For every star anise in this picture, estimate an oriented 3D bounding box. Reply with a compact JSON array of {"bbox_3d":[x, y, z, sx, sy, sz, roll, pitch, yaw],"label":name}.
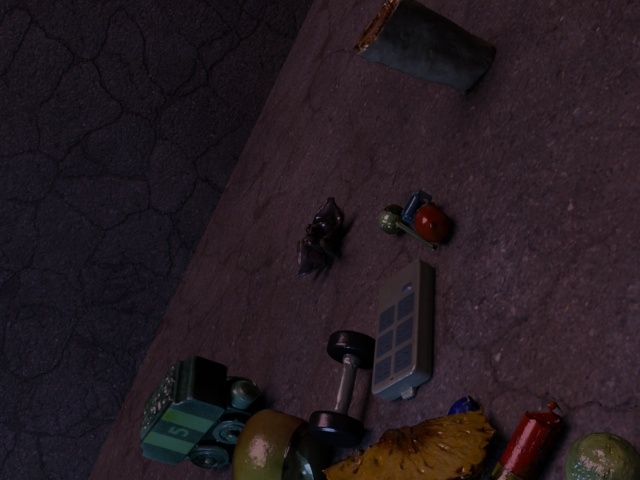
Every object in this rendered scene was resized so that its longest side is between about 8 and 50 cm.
[{"bbox_3d":[0.000,0.000,1.877,0.231,0.089,0.209,-89,20,-60],"label":"star anise"}]

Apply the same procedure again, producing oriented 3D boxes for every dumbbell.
[{"bbox_3d":[0.044,0.265,1.437,0.100,0.100,0.191,-32,38,54],"label":"dumbbell"}]

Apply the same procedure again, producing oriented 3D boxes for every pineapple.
[{"bbox_3d":[0.144,0.341,1.048,0.140,0.250,0.164,-157,61,-63],"label":"pineapple"}]

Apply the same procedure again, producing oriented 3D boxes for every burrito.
[{"bbox_3d":[0.205,-0.391,1.585,0.105,0.299,0.143,3,82,57],"label":"burrito"}]

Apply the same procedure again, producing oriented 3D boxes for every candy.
[{"bbox_3d":[0.173,-0.020,1.564,0.061,0.061,0.202,-61,29,6],"label":"candy"}]

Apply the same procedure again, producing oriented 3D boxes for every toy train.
[{"bbox_3d":[-0.277,0.399,1.843,0.299,0.238,0.166,-50,27,33],"label":"toy train"}]

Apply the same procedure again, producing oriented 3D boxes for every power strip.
[{"bbox_3d":[0.147,0.152,1.407,0.118,0.046,0.270,-43,27,42],"label":"power strip"}]

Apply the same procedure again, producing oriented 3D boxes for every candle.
[{"bbox_3d":[0.261,0.258,1.001,0.130,0.052,0.052,-61,21,1],"label":"candle"}]

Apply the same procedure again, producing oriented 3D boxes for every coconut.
[{"bbox_3d":[0.306,0.252,0.858,0.088,0.096,0.087,-16,33,10],"label":"coconut"}]

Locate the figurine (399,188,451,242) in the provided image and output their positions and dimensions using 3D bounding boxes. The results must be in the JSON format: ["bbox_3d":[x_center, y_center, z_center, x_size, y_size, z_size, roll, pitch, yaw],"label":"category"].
[{"bbox_3d":[0.197,-0.044,1.485,0.068,0.075,0.140,-58,19,12],"label":"figurine"}]

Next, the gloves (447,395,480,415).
[{"bbox_3d":[0.200,0.270,1.164,0.086,0.026,0.064,-56,24,18],"label":"gloves"}]

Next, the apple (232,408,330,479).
[{"bbox_3d":[-0.079,0.415,1.471,0.207,0.174,0.188,130,164,-73],"label":"apple"}]
